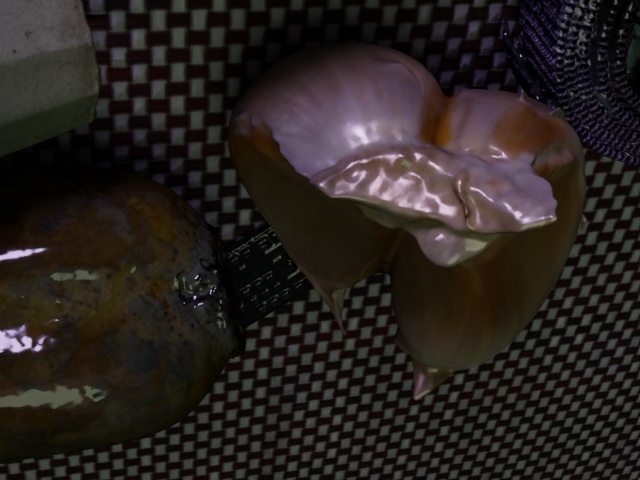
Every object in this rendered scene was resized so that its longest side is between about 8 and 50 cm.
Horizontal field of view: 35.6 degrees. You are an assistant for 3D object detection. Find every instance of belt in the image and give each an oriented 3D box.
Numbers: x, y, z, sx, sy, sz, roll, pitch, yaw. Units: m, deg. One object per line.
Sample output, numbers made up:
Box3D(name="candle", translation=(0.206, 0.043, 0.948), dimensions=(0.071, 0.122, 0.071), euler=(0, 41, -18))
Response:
Box3D(name="belt", translation=(0.308, -0.210, 0.798), dimensions=(0.260, 0.122, 0.325), euler=(22, 118, -24))

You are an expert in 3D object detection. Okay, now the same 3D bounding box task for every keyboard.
Box3D(name="keyboard", translation=(0.000, 0.000, 0.951), dimensions=(0.310, 0.018, 0.101), euler=(-31, 131, 10))

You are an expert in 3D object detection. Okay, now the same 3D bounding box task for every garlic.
Box3D(name="garlic", translation=(0.075, -0.022, 0.796), dimensions=(0.286, 0.249, 0.313), euler=(-5, 160, 4))

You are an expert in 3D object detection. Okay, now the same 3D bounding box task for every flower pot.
Box3D(name="flower pot", translation=(-0.266, -0.125, 0.641), dimensions=(0.202, 0.212, 0.212), euler=(-23, 137, -25))

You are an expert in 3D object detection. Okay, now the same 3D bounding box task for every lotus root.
Box3D(name="lotus root", translation=(-0.236, 0.067, 0.789), dimensions=(0.346, 0.250, 0.250), euler=(-11, 133, -8))

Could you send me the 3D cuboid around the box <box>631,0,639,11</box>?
Box3D(name="box", translation=(0.223, -0.271, 0.666), dimensions=(0.160, 0.230, 0.050), euler=(-41, 174, 19))
